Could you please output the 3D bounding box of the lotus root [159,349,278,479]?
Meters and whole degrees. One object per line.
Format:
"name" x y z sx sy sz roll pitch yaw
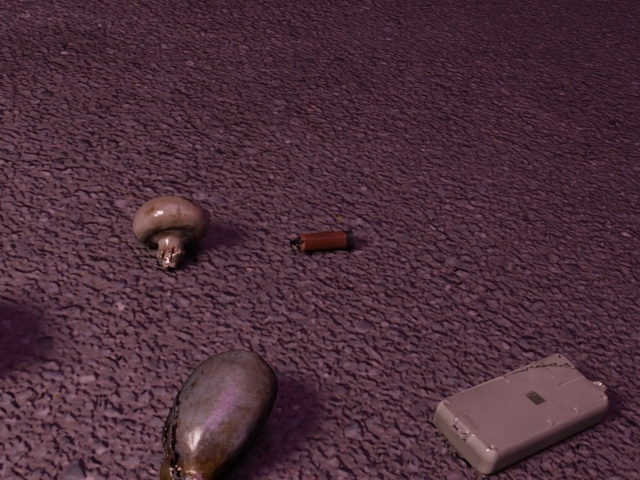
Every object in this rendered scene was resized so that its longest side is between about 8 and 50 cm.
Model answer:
"lotus root" -0.090 0.156 0.806 0.088 0.088 0.165 19 45 11

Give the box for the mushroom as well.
"mushroom" -0.164 -0.007 1.029 0.085 0.085 0.079 0 65 -17

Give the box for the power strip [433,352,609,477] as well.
"power strip" 0.199 0.166 0.916 0.192 0.035 0.081 -14 42 -34

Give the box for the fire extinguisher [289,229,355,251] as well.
"fire extinguisher" 0.000 0.000 1.098 0.083 0.028 0.022 -4 70 -22
